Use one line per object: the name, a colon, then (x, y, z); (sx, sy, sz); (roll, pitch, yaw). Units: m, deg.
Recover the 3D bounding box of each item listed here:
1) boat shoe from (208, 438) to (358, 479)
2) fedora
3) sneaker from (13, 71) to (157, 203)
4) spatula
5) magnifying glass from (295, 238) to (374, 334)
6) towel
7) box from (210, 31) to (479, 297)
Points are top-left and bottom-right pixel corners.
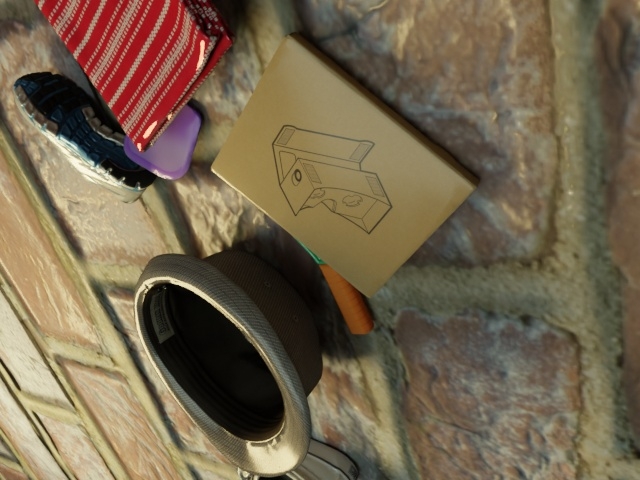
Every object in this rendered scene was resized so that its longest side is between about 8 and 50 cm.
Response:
boat shoe: (-0.076, 0.315, 0.963); (0.258, 0.084, 0.095); (8, 128, 32)
fedora: (-0.087, 0.119, 0.776); (0.275, 0.124, 0.244); (49, 137, 5)
sneaker: (-0.276, -0.110, 0.772); (0.190, 0.071, 0.083); (43, 144, -1)
spatula: (-0.142, -0.179, 0.639); (0.084, 0.030, 0.296); (31, 137, 10)
magnifying glass: (0.000, 0.000, 0.687); (0.092, 0.026, 0.231); (-5, 121, 39)
towel: (-0.205, -0.236, 0.609); (0.275, 0.031, 0.199); (55, 138, -1)
box: (0.013, -0.059, 0.605); (0.201, 0.021, 0.164); (39, 127, 1)
